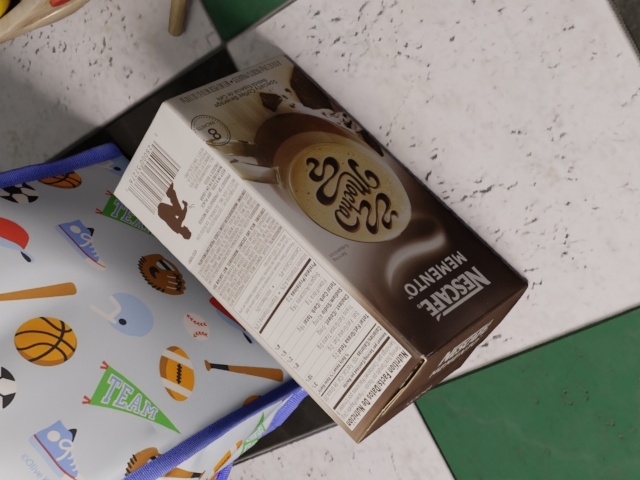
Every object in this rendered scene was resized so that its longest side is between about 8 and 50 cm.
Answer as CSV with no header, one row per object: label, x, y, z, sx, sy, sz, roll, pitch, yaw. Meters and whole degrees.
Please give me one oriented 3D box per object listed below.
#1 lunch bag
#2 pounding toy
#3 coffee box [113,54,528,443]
lunch bag,-0.246,0.121,1.369,0.328,0.385,0.239,45,118,12
pounding toy,-0.213,-0.226,1.367,0.270,0.154,0.154,-25,92,41
coffee box,0.000,0.000,1.294,0.297,0.168,0.119,44,129,13
